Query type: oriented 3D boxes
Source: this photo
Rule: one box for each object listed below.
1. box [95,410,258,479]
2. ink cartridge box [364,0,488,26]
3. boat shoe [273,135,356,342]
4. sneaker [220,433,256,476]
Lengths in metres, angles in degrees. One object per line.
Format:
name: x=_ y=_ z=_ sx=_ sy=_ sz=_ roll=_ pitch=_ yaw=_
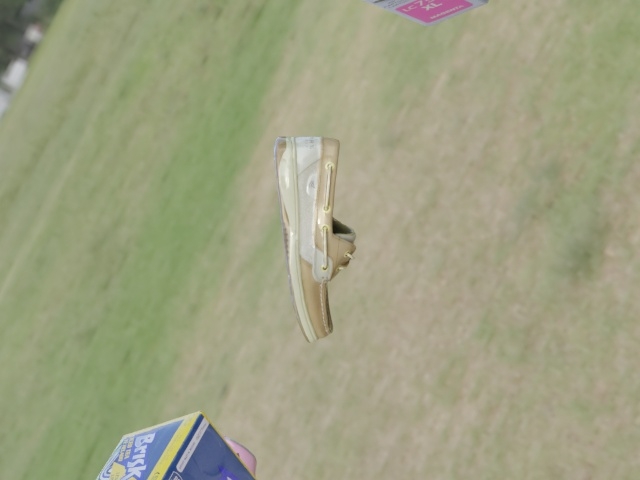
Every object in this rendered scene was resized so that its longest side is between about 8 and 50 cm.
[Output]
box: x=-0.036 y=0.162 z=0.665 sx=0.054 sy=0.169 sz=0.059 roll=-22 pitch=24 yaw=34
ink cartridge box: x=0.006 y=-0.257 z=0.919 sx=0.065 sy=0.311 sz=0.185 roll=-17 pitch=79 yaw=31
boat shoe: x=0.000 y=0.000 z=0.890 sx=0.050 sy=0.045 sz=0.135 roll=-96 pitch=-1 yaw=-67
sneaker: x=-0.114 y=0.234 z=1.264 sx=0.131 sy=0.112 sz=0.319 roll=-58 pitch=10 yaw=-12
